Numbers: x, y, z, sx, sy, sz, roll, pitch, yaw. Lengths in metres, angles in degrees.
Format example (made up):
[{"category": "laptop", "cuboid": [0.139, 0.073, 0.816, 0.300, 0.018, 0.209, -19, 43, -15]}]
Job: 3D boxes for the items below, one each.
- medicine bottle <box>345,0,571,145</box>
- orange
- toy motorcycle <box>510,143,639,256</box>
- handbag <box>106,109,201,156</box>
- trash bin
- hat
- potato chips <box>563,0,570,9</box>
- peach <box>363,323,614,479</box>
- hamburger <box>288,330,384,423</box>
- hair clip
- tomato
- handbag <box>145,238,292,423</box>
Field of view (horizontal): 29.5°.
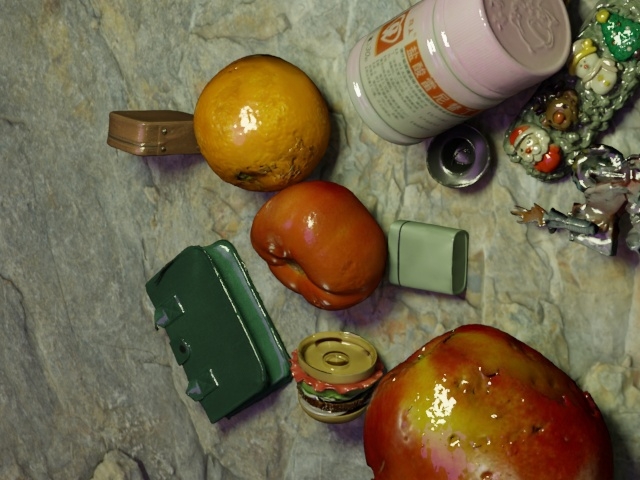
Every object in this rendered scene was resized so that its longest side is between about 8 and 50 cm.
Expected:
[{"category": "medicine bottle", "cuboid": [0.207, -0.288, 1.889, 0.316, 0.202, 0.202, -25, 84, 50]}, {"category": "orange", "cuboid": [-0.102, -0.206, 2.155, 0.246, 0.246, 0.246, 9, 105, 36]}, {"category": "toy motorcycle", "cuboid": [0.452, -0.042, 1.825, 0.401, 0.134, 0.207, 7, 95, 31]}, {"category": "handbag", "cuboid": [-0.313, -0.208, 2.346, 0.151, 0.193, 0.072, 18, 109, 38]}, {"category": "trash bin", "cuboid": [0.184, 0.029, 2.099, 0.130, 0.059, 0.116, 10, 108, 35]}, {"category": "hat", "cuboid": [0.233, -0.143, 2.028, 0.121, 0.050, 0.121, 6, 101, 32]}, {"category": "potato chips", "cuboid": [0.328, -0.429, 1.893, 0.150, 0.049, 0.202, -9, 94, 48]}, {"category": "peach", "cuboid": [0.273, 0.343, 1.923, 0.353, 0.339, 0.417, -36, 82, 38]}, {"category": "hamburger", "cuboid": [0.029, 0.256, 2.211, 0.175, 0.175, 0.137, 22, 126, 32]}, {"category": "hair clip", "cuboid": [0.391, -0.221, 1.864, 0.138, 0.091, 0.321, 45, 124, 18]}, {"category": "tomato", "cuboid": [0.003, 0.003, 2.140, 0.260, 0.180, 0.260, 39, 158, 19]}, {"category": "handbag", "cuboid": [-0.211, 0.180, 2.421, 0.238, 0.089, 0.326, -37, 76, 38]}]
